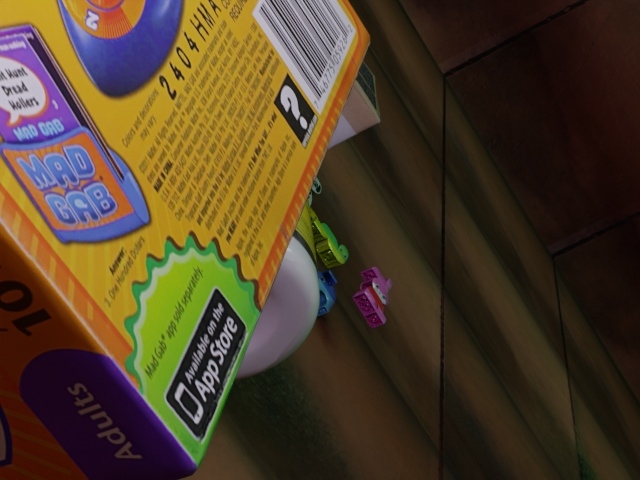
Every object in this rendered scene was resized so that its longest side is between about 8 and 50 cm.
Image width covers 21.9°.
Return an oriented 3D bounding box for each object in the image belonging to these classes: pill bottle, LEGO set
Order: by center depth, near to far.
[{"bbox_3d":[-0.106,-0.040,1.584,0.188,0.188,0.334,51,19,-35],"label":"pill bottle"},{"bbox_3d":[0.000,0.000,2.019,0.227,0.087,0.093,58,32,-15],"label":"LEGO set"}]

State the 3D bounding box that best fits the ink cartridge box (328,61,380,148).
[{"bbox_3d":[-0.082,-0.160,1.765,0.193,0.235,0.088,50,21,-35],"label":"ink cartridge box"}]

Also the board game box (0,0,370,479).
[{"bbox_3d":[-0.245,-0.085,0.797,0.356,0.356,0.356,55,31,-24],"label":"board game box"}]
